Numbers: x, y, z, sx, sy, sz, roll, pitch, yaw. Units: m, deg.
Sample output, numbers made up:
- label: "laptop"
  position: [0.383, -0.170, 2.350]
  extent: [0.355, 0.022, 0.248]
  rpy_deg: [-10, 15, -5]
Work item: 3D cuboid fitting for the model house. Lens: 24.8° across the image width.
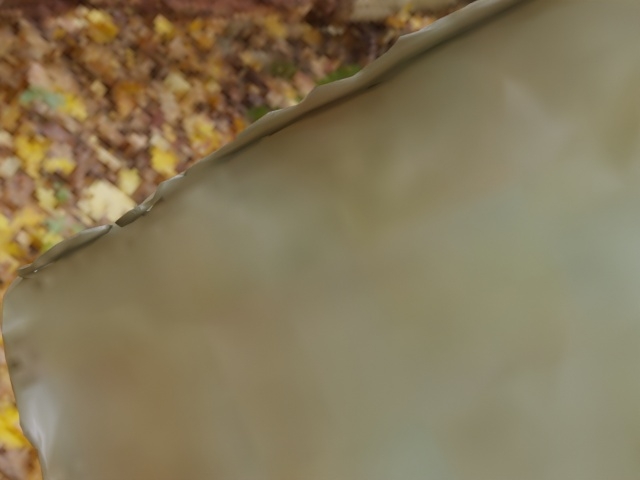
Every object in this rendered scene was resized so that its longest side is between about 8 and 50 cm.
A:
- label: "model house"
  position: [0.198, 0.118, 0.502]
  extent: [0.445, 0.395, 0.400]
  rpy_deg: [64, 9, 5]
